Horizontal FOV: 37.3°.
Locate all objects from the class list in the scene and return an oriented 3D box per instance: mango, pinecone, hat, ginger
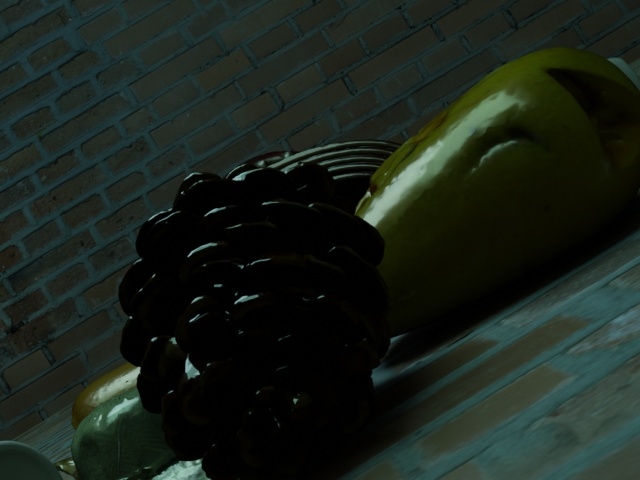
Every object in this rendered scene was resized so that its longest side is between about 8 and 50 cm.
[{"bbox_3d":[0.154,-0.034,0.909,0.365,0.182,0.253,-42,5,-5],"label":"mango"},{"bbox_3d":[-0.051,0.062,0.736,0.224,0.224,0.272,-30,25,17],"label":"pinecone"},{"bbox_3d":[-0.157,0.186,0.837,0.252,0.110,0.252,-32,2,1],"label":"hat"},{"bbox_3d":[-0.293,0.289,1.255,0.137,0.044,0.057,-26,-28,-11],"label":"ginger"}]

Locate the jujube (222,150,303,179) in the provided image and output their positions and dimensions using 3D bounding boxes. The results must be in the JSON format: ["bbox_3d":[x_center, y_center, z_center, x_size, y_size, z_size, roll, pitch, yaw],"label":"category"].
[{"bbox_3d":[-0.077,0.007,1.541,0.258,0.258,0.377,-32,-11,-21],"label":"jujube"}]

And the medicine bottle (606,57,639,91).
[{"bbox_3d":[0.283,-0.110,1.159,0.250,0.131,0.131,-30,3,13],"label":"medicine bottle"}]

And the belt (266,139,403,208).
[{"bbox_3d":[0.000,0.000,1.257,0.338,0.217,0.122,-22,-33,0],"label":"belt"}]

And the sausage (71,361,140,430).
[{"bbox_3d":[-0.116,0.149,1.115,0.353,0.116,0.134,-28,-5,-9],"label":"sausage"}]

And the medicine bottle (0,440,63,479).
[{"bbox_3d":[-0.411,0.321,0.970,0.341,0.130,0.130,-30,2,28],"label":"medicine bottle"}]
